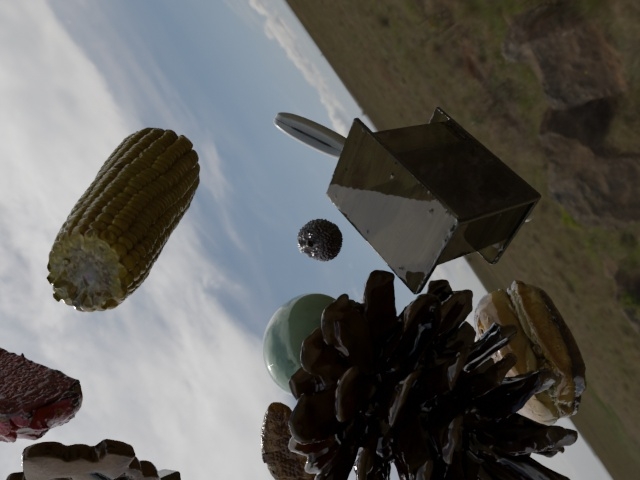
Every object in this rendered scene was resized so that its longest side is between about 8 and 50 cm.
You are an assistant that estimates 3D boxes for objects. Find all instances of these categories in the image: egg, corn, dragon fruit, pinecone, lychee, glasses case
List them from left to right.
[{"bbox_3d":[-0.557,0.301,1.243,0.162,0.262,0.189,-65,-30,-28],"label":"dragon fruit"},{"bbox_3d":[-0.260,-0.050,0.934,0.144,0.144,0.387,52,-161,-21],"label":"corn"},{"bbox_3d":[-0.031,0.305,1.980,0.276,0.276,0.389,53,-161,-13],"label":"egg"},{"bbox_3d":[-0.007,-0.249,1.612,0.234,0.059,0.092,28,-163,16],"label":"glasses case"},{"bbox_3d":[0.000,0.000,0.998,0.067,0.068,0.083,58,-154,-6],"label":"lychee"},{"bbox_3d":[0.163,0.233,0.914,0.384,0.384,0.384,53,-169,-15],"label":"pinecone"}]

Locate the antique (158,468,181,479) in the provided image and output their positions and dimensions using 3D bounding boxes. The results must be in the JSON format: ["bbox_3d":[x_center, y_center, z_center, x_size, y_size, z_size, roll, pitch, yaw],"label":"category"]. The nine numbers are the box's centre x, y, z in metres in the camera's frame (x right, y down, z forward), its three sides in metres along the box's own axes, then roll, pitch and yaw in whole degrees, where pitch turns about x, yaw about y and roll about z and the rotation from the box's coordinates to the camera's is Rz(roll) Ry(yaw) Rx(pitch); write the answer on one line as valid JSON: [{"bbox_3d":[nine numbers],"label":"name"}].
[{"bbox_3d":[-0.384,0.689,1.655,0.081,0.080,0.220,-6,-97,-40],"label":"antique"}]

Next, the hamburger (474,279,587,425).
[{"bbox_3d":[0.451,0.248,1.449,0.304,0.174,0.284,62,-176,-49],"label":"hamburger"}]

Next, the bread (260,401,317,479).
[{"bbox_3d":[-0.067,0.438,1.377,0.076,0.105,0.232,-135,26,-88],"label":"bread"}]

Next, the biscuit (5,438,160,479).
[{"bbox_3d":[-0.443,0.446,1.188,0.278,0.301,0.043,27,-150,-42],"label":"biscuit"}]

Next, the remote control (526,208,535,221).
[{"bbox_3d":[0.410,-0.085,1.625,0.049,0.230,0.090,2,-91,-41],"label":"remote control"}]

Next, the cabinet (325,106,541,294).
[{"bbox_3d":[0.149,-0.061,0.941,0.175,0.148,0.215,-16,-127,-37],"label":"cabinet"}]
